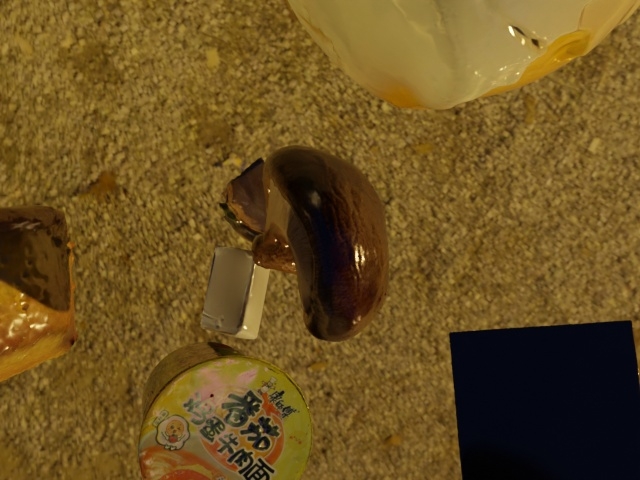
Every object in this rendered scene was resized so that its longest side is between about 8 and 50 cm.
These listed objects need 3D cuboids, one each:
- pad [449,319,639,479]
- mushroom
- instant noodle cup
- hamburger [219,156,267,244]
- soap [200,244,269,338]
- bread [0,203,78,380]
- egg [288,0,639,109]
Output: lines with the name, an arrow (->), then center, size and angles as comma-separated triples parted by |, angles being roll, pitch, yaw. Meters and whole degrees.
pad -> 0.207, 0.199, 0.728 | 0.170, 0.006, 0.245 | -5, 81, 5
mushroom -> 0.013, -0.003, 0.930 | 0.138, 0.194, 0.231 | -14, 84, -28
instant noodle cup -> -0.163, 0.277, 1.268 | 0.264, 0.200, 0.264 | -3, 99, -18
hamburger -> -0.093, -0.041, 1.630 | 0.155, 0.207, 0.135 | -42, 155, 8
soap -> -0.178, 0.107, 1.710 | 0.064, 0.121, 0.183 | 15, 85, -55
bread -> -0.452, 0.089, 1.010 | 0.337, 0.358, 0.204 | -26, 83, -15
egg -> 0.112, -0.260, 0.540 | 0.345, 0.283, 0.283 | -49, 121, 2
